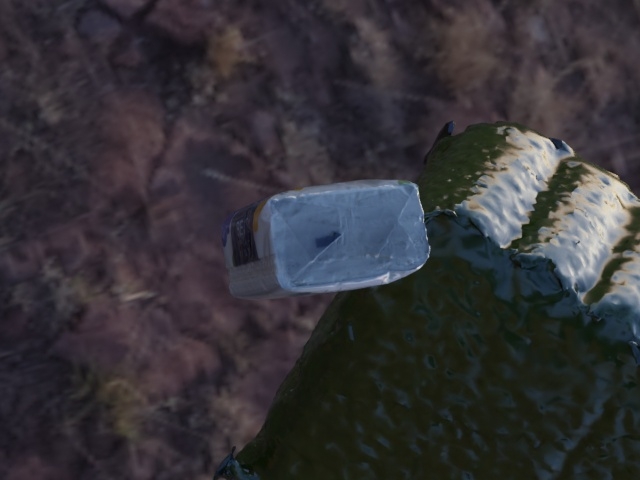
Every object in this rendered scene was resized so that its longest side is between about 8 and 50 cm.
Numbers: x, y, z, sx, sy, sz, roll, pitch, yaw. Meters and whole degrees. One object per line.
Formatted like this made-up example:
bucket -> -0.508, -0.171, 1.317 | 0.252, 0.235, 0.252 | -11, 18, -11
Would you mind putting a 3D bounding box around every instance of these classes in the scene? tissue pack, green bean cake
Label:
tissue pack -> 0.000, 0.000, 0.657 | 0.062, 0.083, 0.042 | -7, 89, -15
green bean cake -> 0.109, 0.097, 0.896 | 0.247, 0.250, 0.156 | 33, 32, 4
